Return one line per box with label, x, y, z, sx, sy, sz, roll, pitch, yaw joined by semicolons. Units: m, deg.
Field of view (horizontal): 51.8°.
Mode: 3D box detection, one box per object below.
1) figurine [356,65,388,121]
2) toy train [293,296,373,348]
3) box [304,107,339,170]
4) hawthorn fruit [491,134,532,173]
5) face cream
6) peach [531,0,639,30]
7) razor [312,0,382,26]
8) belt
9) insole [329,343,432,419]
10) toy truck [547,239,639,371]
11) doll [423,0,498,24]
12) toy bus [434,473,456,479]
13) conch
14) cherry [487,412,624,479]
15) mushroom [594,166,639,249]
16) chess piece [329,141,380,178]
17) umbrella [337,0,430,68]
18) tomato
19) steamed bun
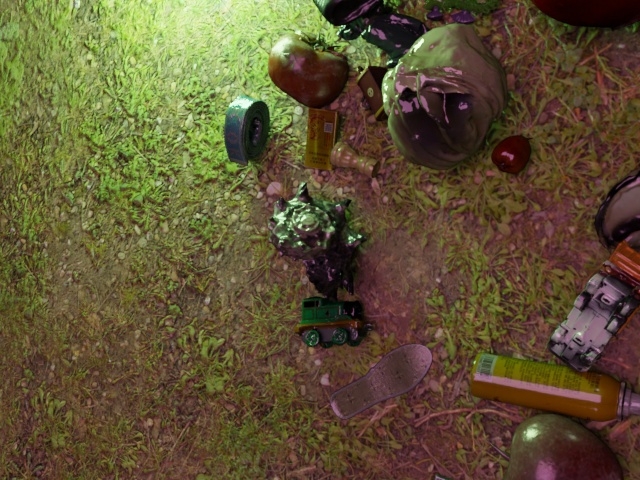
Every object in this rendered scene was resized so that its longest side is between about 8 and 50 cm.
figurine;0.135;-0.373;1.660;0.098;0.082;0.154;-41;70;42
toy train;0.029;0.208;1.698;0.228;0.091;0.136;-11;74;28
box;0.003;-0.266;1.735;0.089;0.022;0.156;10;106;26
hawthorn fruit;0.438;-0.200;1.493;0.081;0.081;0.093;34;76;24
face cream;0.509;0.321;1.429;0.349;0.105;0.105;5;92;28
peach;0.583;-0.571;1.271;0.406;0.335;0.310;-10;105;22
razor;0.044;-0.688;1.624;0.204;0.113;0.349;-32;53;17
belt;-0.196;-0.306;1.792;0.082;0.147;0.163;21;144;24
insole;0.151;0.361;1.676;0.322;0.007;0.109;-35;73;23
toy truck;0.576;0.140;1.346;0.114;0.135;0.270;40;133;26
doll;0.330;-0.573;1.564;0.190;0.050;0.115;18;105;26
toy bus;0.313;0.590;1.574;0.083;0.031;0.037;11;85;28
conch;-0.012;0.005;1.640;0.186;0.241;0.313;-24;88;42
cherry;0.484;0.487;1.380;0.285;0.213;0.236;22;122;14
mushroom;0.735;-0.050;1.307;0.344;0.130;0.247;-4;113;31
chess piece;0.090;-0.201;1.685;0.122;0.066;0.066;27;102;20
umbrella;0.195;-0.482;1.609;0.349;0.094;0.143;39;102;21
tomato;-0.048;-0.454;1.711;0.214;0.155;0.180;38;111;22
steamed bun;0.272;-0.296;1.459;0.275;0.206;0.320;-1;127;17
